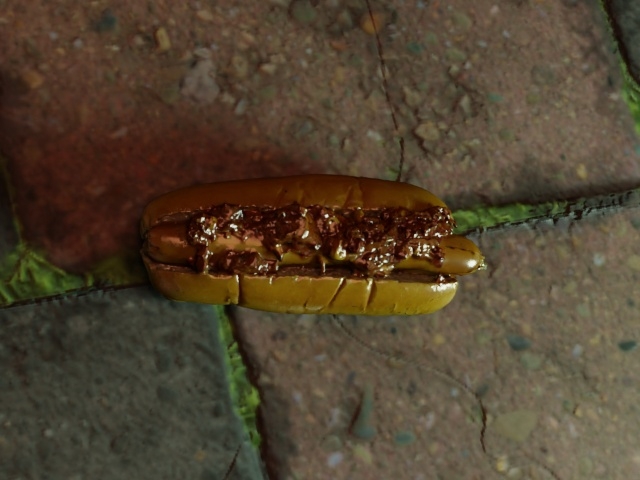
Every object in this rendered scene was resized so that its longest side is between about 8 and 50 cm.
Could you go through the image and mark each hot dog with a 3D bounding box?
[{"bbox_3d":[0.000,0.000,1.247,0.249,0.076,0.102,3,67,-18],"label":"hot dog"}]
